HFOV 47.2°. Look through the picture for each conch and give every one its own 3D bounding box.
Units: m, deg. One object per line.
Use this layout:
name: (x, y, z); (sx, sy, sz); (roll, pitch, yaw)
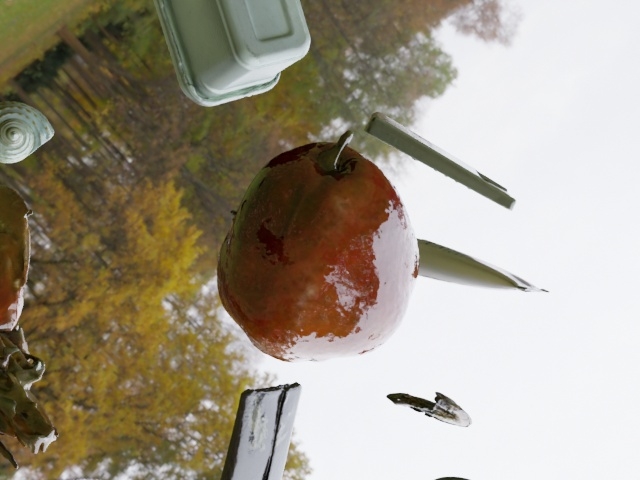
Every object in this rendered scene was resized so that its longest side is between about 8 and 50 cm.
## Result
conch: (-0.563, -0.207, 1.349); (0.135, 0.102, 0.153); (-14, -143, -24)

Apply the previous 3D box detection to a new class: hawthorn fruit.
hawthorn fruit: (0.000, 0.000, 0.784); (0.224, 0.260, 0.224); (1, -151, 0)

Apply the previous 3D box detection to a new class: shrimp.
shrimp: (-0.249, 0.045, 0.550); (0.287, 0.063, 0.152); (31, -94, 39)
shrimp: (0.226, 0.343, 1.548); (0.195, 0.148, 0.035); (16, -111, 20)

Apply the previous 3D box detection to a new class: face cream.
face cream: (0.209, 0.043, 1.088); (0.244, 0.092, 0.058); (17, -84, 37)

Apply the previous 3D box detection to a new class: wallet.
wallet: (-0.129, 0.456, 1.541); (0.044, 0.170, 0.321); (24, -77, 45)

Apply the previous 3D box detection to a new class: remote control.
remote control: (0.205, -0.131, 1.248); (0.038, 0.285, 0.123); (-59, -177, 15)

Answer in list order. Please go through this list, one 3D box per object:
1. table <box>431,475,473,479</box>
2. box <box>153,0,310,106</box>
table: (0.260, 0.589, 1.426); (0.126, 0.219, 0.126); (4, -172, -1)
box: (-0.136, -0.375, 1.087); (0.175, 0.311, 0.182); (-22, -170, -28)
